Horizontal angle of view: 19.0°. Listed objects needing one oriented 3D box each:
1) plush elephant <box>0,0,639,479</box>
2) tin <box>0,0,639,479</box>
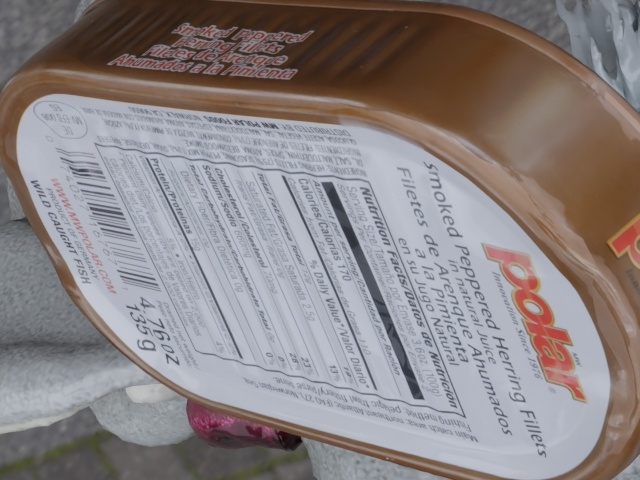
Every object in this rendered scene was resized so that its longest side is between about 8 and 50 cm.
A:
[{"bbox_3d":[0.003,0.021,0.641,0.255,0.272,0.330,15,135,18],"label":"plush elephant"},{"bbox_3d":[0.000,0.000,0.418,0.190,0.040,0.106,9,137,45],"label":"tin"}]
